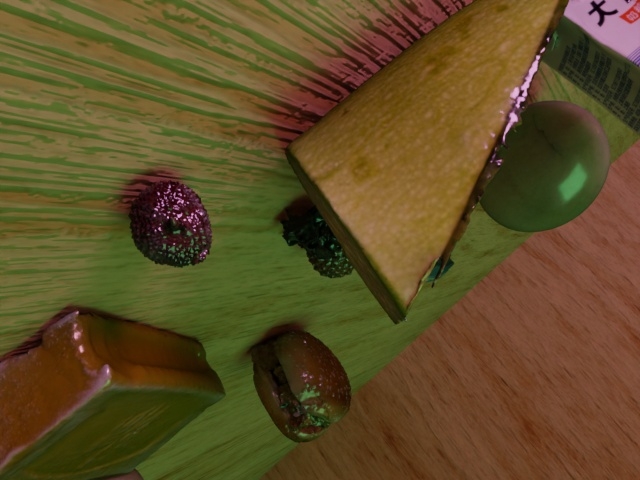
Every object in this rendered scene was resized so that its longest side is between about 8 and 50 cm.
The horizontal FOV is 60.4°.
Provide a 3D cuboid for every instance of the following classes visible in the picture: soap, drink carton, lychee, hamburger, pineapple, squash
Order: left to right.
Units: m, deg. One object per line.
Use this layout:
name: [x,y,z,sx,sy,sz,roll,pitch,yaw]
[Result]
soap: [-0.245,0.190,0.625,0.199,0.091,0.315,-37,160,-3]
lychee: [-0.118,-0.012,0.440,0.083,0.068,0.067,134,-29,-70]
hamburger: [-0.021,0.255,1.003,0.122,0.189,0.215,-37,150,16]
pineapple: [0.000,0.000,0.684,0.074,0.074,0.159,-40,153,3]
squash: [0.142,-0.093,0.524,0.309,0.210,0.233,-34,167,-2]
drink carton: [0.359,-0.183,0.551,0.130,0.315,0.106,-40,157,0]

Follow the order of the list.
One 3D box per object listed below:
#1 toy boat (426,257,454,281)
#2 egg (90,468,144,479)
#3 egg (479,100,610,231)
toy boat: [0.189,0.053,1.092,0.102,0.088,0.215,-44,161,23]
egg: [-0.345,0.388,0.732,0.241,0.186,0.186,-29,159,-51]
egg: [0.336,-0.111,0.850,0.186,0.186,0.253,-32,164,-18]
